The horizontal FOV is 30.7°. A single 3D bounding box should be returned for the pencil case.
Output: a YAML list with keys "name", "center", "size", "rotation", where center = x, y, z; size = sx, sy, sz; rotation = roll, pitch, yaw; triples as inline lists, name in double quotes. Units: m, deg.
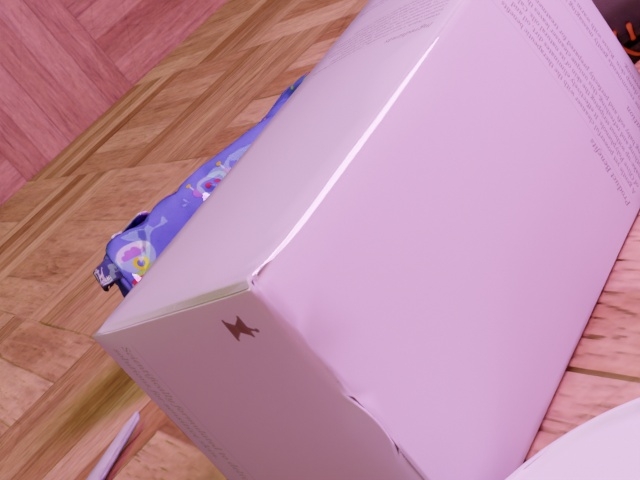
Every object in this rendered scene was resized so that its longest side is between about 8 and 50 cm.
- name: "pencil case"
  center: [-0.071, -0.033, 1.102]
  size: [0.306, 0.133, 0.119]
  rotation: [-43, -14, -12]

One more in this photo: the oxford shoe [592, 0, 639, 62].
- name: "oxford shoe"
  center: [0.233, -0.159, 0.797]
  size: [0.271, 0.097, 0.098]
  rotation: [5, 67, 62]

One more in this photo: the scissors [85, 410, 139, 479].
- name: "scissors"
  center: [-0.219, 0.244, 0.912]
  size: [0.109, 0.021, 0.297]
  rotation: [-33, 21, 25]

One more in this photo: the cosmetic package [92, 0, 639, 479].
- name: "cosmetic package"
  center: [0.061, -0.013, 0.711]
  size: [0.155, 0.197, 0.365]
  rotation: [-17, 27, 47]

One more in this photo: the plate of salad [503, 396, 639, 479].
- name: "plate of salad"
  center: [0.134, 0.124, 0.490]
  size: [0.200, 0.048, 0.200]
  rotation: [-31, 11, 7]
